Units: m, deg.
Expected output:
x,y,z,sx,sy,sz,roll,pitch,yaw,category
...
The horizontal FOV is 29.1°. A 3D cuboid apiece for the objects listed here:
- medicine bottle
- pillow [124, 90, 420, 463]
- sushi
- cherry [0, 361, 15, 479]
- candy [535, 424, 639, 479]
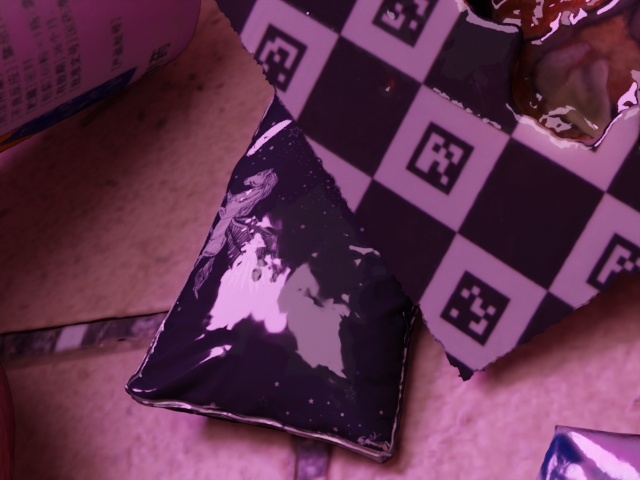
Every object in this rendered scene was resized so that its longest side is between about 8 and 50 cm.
x,y,z,sx,sy,sz,roll,pitch,yaw,category
-0.226,-0.122,0.681,0.178,0.178,0.290,25,48,39,medicine bottle
0.000,0.000,0.619,0.141,0.055,0.208,9,64,24,pillow
0.093,-0.123,0.562,0.264,0.050,0.290,-37,76,24,sushi
-0.265,0.132,0.575,0.236,0.213,0.285,11,39,13,cherry
0.151,0.123,0.433,0.160,0.073,0.092,4,60,32,candy
